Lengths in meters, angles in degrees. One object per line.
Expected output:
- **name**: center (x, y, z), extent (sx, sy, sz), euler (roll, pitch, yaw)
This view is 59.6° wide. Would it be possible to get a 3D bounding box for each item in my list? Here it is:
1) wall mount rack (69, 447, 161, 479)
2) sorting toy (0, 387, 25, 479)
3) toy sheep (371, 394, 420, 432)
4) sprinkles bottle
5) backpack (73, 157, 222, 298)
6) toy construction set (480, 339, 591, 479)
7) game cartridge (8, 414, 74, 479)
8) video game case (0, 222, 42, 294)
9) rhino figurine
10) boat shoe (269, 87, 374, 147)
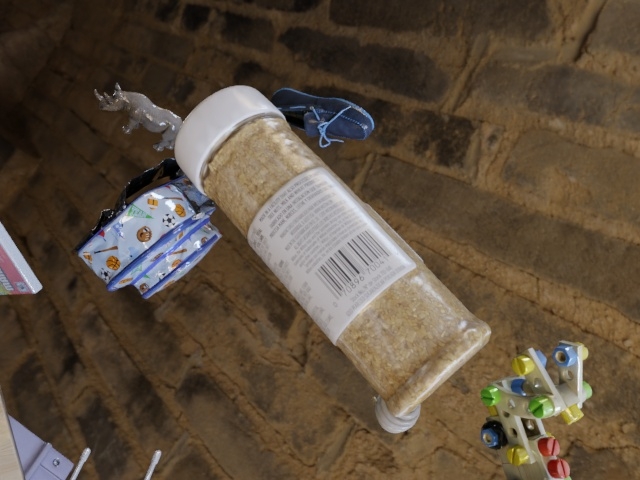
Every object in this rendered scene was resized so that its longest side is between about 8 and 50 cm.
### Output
- **wall mount rack**: center (-0.549, 0.606, 1.347), extent (0.349, 0.304, 0.131), euler (0, -97, 7)
- **sorting toy**: center (-0.508, 0.220, 0.647), extent (0.089, 0.256, 0.256), euler (37, -48, 55)
- **toy sheep**: center (0.143, 0.308, 1.037), extent (0.132, 0.091, 0.091), euler (108, -26, -48)
- **sprinkles bottle**: center (0.000, 0.000, 0.556), extent (0.121, 0.121, 0.355), euler (-45, -109, 7)
- **backpack**: center (-0.350, -0.003, 1.141), extent (0.276, 0.263, 0.213), euler (-43, -93, 18)
- **toy construction set**: center (0.361, 0.338, 0.887), extent (0.215, 0.151, 0.328), euler (-37, -129, 53)
- **game cartridge**: center (-0.576, 0.343, 0.846), extent (0.068, 0.355, 0.230), euler (-28, -155, 27)
- **video game case**: center (-0.733, 0.029, 1.189), extent (0.284, 0.204, 0.025), euler (-5, -151, 33)
- **rhino figurine**: center (-0.469, -0.327, 1.450), extent (0.106, 0.243, 0.073), euler (-45, -148, 28)
- **boat shoe**: center (-0.008, -0.258, 1.232), extent (0.258, 0.109, 0.089), euler (17, -123, 30)
